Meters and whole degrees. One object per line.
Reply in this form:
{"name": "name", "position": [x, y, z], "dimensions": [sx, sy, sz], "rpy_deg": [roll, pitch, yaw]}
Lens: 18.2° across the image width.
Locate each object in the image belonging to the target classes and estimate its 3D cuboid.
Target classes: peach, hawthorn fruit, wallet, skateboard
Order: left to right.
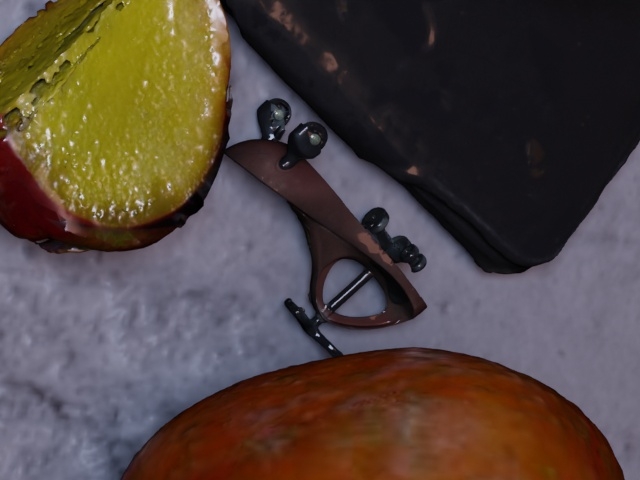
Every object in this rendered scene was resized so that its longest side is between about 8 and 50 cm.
{"name": "peach", "position": [-0.115, -0.073, 1.018], "dimensions": [0.127, 0.092, 0.172], "rpy_deg": [23, 74, -30]}
{"name": "skateboard", "position": [0.000, 0.000, 1.099], "dimensions": [0.080, 0.067, 0.151], "rpy_deg": [-44, 115, -4]}
{"name": "hawthorn fruit", "position": [0.024, 0.191, 1.017], "dimensions": [0.284, 0.284, 0.284], "rpy_deg": [-3, 97, -24]}
{"name": "wallet", "position": [0.050, -0.150, 1.107], "dimensions": [0.377, 0.051, 0.197], "rpy_deg": [42, 76, -23]}
